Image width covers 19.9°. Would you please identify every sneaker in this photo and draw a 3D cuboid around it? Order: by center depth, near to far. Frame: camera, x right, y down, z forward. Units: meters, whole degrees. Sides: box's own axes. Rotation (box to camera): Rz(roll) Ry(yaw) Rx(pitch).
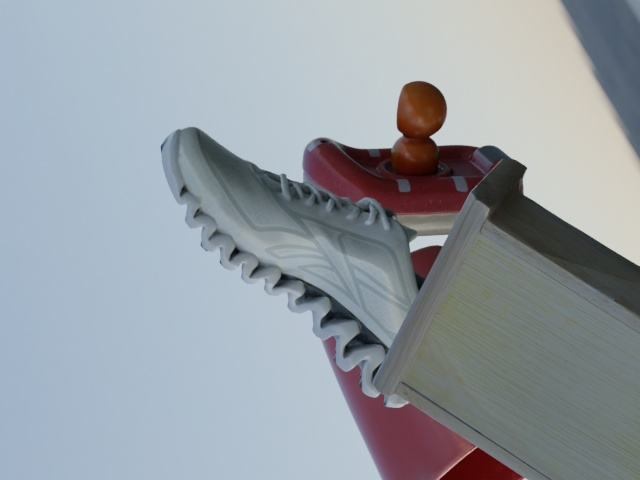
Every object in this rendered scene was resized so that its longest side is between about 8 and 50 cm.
[{"bbox_3d":[0.000,0.000,1.428,0.292,0.118,0.110,41,-161,-18],"label":"sneaker"}]

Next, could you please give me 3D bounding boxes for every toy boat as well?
[{"bbox_3d":[0.096,-0.091,1.883,0.151,0.231,0.151,-129,38,-65],"label":"toy boat"}]

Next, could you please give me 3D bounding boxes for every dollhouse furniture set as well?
[{"bbox_3d":[0.252,0.024,1.296,0.256,0.362,0.394,33,-144,11],"label":"dollhouse furniture set"}]

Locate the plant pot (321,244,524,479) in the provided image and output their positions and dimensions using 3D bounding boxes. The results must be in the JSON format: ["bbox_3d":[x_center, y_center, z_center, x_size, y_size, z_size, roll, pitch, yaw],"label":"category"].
[{"bbox_3d":[0.144,0.155,2.069,0.243,0.275,0.275,56,-170,21],"label":"plant pot"}]
